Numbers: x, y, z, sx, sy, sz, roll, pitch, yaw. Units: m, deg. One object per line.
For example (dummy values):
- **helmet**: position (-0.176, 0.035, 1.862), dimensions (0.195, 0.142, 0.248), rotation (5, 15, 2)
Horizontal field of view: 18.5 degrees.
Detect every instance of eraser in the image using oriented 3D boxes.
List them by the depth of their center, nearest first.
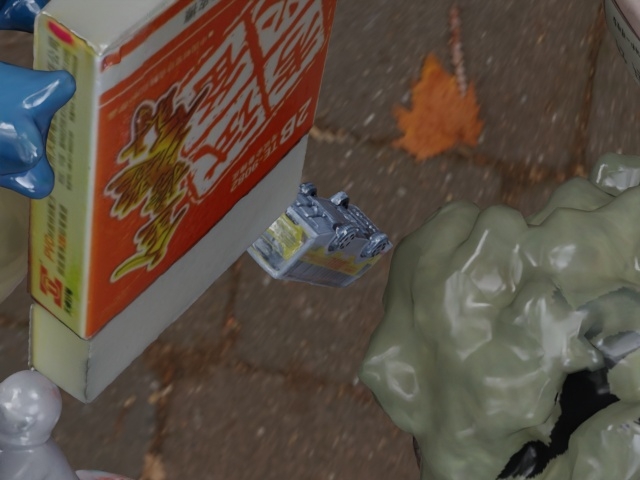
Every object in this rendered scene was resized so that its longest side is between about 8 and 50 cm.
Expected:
- **eraser**: position (-0.053, -0.049, 0.788), dimensions (0.038, 0.157, 0.230), rotation (34, 146, 16)

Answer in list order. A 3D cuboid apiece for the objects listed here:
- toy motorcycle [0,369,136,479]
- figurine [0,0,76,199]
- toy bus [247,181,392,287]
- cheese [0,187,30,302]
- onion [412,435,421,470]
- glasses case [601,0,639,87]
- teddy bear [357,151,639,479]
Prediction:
- **toy motorcycle**: position (-0.209, 0.153, 1.197), dimensions (0.260, 0.110, 0.171), rotation (22, 107, -38)
- **figurine**: position (-0.208, -0.033, 0.652), dimensions (0.298, 0.416, 0.243), rotation (-36, 136, 24)
- **toy bus**: position (0.000, 0.000, 1.681), dimensions (0.064, 0.190, 0.075), rotation (45, 100, 17)
- **cheese**: position (-0.241, -0.070, 0.938), dimensions (0.127, 0.233, 0.266), rotation (-37, 65, -6)
- **onion**: position (0.205, 0.174, 1.362), dimensions (0.250, 0.247, 0.111), rotation (-13, 108, -18)
- **glasses case**: position (0.311, -0.121, 1.576), dimensions (0.075, 0.314, 0.122), rotation (-27, 137, -4)
- **teddy bear**: position (0.221, -0.054, 0.480), dimensions (0.224, 0.357, 0.367), rotation (38, 110, 18)
